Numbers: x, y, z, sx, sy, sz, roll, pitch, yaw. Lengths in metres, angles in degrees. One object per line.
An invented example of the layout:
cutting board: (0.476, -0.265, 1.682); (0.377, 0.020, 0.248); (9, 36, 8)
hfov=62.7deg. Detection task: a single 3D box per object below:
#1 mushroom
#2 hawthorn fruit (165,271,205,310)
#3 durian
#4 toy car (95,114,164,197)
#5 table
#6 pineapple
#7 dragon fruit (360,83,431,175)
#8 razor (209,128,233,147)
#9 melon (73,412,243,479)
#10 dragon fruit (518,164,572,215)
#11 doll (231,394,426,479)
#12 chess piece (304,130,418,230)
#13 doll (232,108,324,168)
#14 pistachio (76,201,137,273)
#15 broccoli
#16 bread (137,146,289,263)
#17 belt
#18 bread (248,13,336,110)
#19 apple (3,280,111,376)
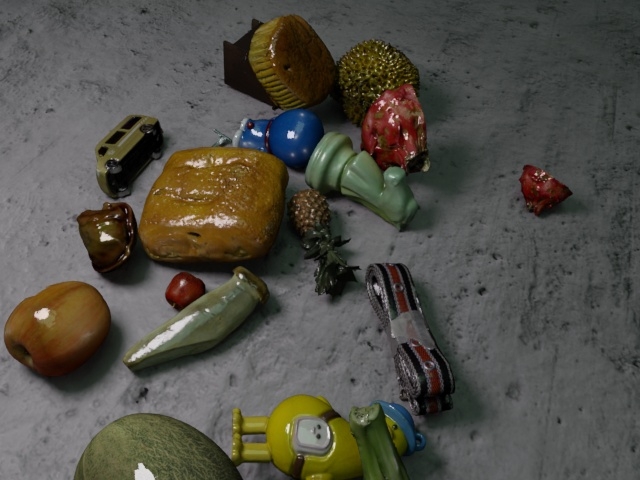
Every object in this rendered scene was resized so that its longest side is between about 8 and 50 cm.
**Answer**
mushroom: (-0.254, 0.180, 1.122); (0.333, 0.087, 0.107); (-38, 76, -23)
hawthorn fruit: (-0.303, 0.117, 1.172); (0.093, 0.093, 0.093); (3, 52, -4)
durian: (0.150, -0.465, 1.580); (0.258, 0.258, 0.293); (-34, 57, -28)
toy car: (-0.530, -0.232, 1.411); (0.124, 0.101, 0.257); (16, 50, 13)
table: (-0.180, -0.554, 1.655); (0.193, 0.172, 0.169); (27, 54, 11)
pineapple: (0.000, 0.000, 1.265); (0.119, 0.130, 0.277); (-38, 54, 17)
dragon fruit: (0.200, -0.250, 1.381); (0.134, 0.262, 0.211); (-17, 45, -18)
razor: (-0.329, -0.240, 1.477); (0.068, 0.037, 0.191); (32, 57, 13)
melon: (-0.250, 0.424, 0.831); (0.329, 0.248, 0.248); (37, 57, 24)
dragon fruit: (0.598, -0.132, 1.455); (0.153, 0.153, 0.111); (40, 99, 23)
doll: (0.019, 0.371, 0.963); (0.363, 0.145, 0.199); (4, 39, -9)
chess piece: (0.121, -0.150, 1.364); (0.298, 0.176, 0.176); (30, 55, 17)
doll: (-0.114, -0.280, 1.475); (0.257, 0.161, 0.215); (8, 63, 21)
pistachio: (-0.489, -0.009, 1.211); (0.130, 0.165, 0.210); (19, 23, -47)
broccoli: (0.115, 0.411, 0.866); (0.145, 0.304, 0.165); (-13, 7, 34)
bread: (-0.248, -0.103, 1.262); (0.328, 0.148, 0.337); (1, 51, 15)
belt: (0.186, 0.193, 1.133); (0.094, 0.126, 0.359); (-7, 52, -13)
bread: (-0.075, -0.497, 1.472); (0.142, 0.253, 0.227); (5, 57, 41)
apple: (-0.522, 0.169, 1.055); (0.199, 0.199, 0.199); (3, 52, -4)
